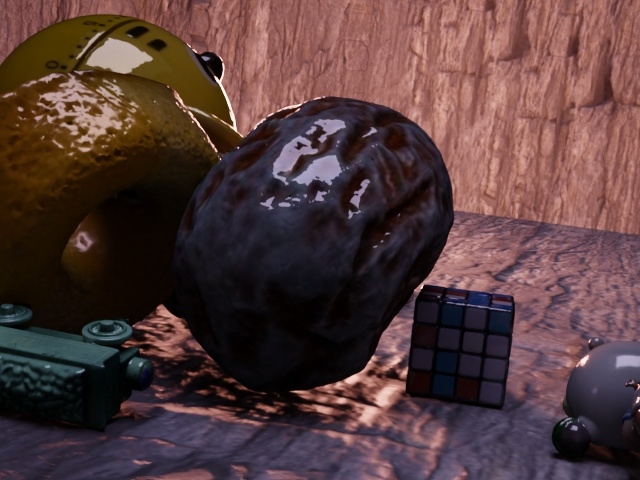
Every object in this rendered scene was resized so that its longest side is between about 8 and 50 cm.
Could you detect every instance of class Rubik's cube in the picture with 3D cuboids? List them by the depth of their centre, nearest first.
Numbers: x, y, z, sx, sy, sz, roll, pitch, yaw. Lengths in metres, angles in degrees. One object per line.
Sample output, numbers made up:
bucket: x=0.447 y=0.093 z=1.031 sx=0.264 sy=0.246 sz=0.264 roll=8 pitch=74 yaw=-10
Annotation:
Rubik's cube: x=0.133 y=0.097 z=1.013 sx=0.092 sy=0.092 sz=0.092 roll=7 pitch=7 yaw=8

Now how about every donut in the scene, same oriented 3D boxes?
donut: x=-0.211 y=-0.018 z=0.980 sx=0.110 sy=0.303 sz=0.303 roll=39 pitch=23 yaw=26

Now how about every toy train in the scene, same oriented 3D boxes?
toy train: x=-0.218 y=0.097 z=0.834 sx=0.172 sy=0.070 sz=0.099 roll=8 pitch=18 yaw=18

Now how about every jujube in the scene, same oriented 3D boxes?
jujube: x=-0.009 y=-0.002 z=0.974 sx=0.215 sy=0.246 sz=0.308 roll=32 pitch=25 yaw=8

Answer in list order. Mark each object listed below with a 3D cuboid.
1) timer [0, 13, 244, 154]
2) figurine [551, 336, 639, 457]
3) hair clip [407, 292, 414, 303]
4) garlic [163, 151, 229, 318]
timer: x=-0.235 y=-0.113 z=1.393 sx=0.387 sy=0.376 sz=0.376 roll=19 pitch=10 yaw=13
figurine: x=0.255 y=0.138 z=0.841 sx=0.147 sy=0.094 sz=0.197 roll=-16 pitch=17 yaw=-2
hair clip: x=0.106 y=0.057 z=1.527 sx=0.072 sy=0.034 sz=0.226 roll=11 pitch=6 yaw=8
garlic: x=-0.093 y=0.005 z=1.157 sx=0.207 sy=0.207 sz=0.256 roll=4 pitch=15 yaw=-21
